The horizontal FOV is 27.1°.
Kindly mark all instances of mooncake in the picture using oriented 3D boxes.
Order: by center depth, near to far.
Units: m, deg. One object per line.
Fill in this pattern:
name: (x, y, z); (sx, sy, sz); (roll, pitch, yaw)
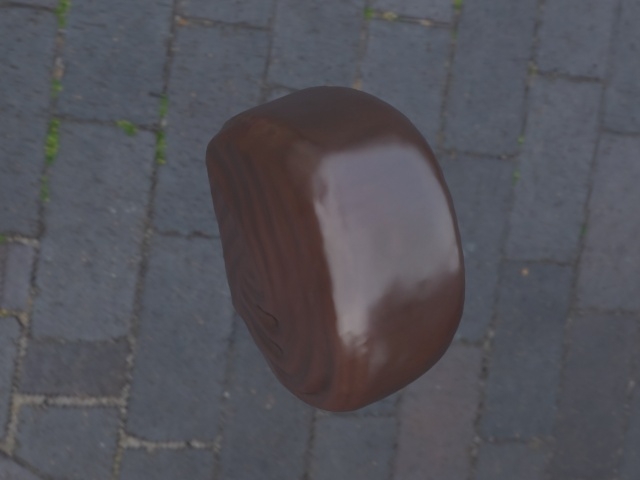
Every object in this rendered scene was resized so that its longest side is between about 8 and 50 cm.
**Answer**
mooncake: (0.000, 0.000, 1.372); (0.174, 0.334, 0.326); (-25, 155, -28)
